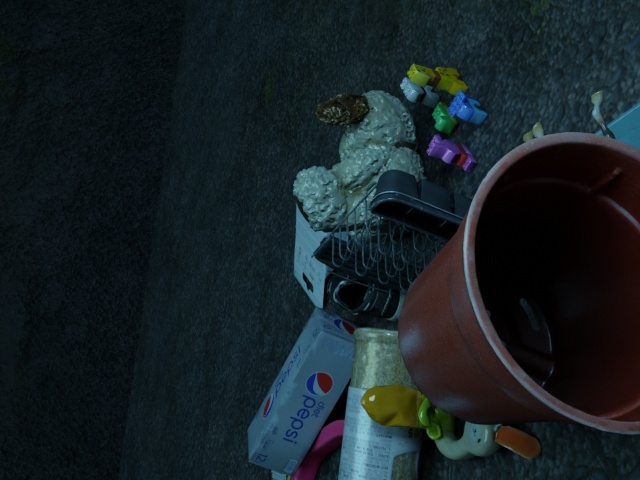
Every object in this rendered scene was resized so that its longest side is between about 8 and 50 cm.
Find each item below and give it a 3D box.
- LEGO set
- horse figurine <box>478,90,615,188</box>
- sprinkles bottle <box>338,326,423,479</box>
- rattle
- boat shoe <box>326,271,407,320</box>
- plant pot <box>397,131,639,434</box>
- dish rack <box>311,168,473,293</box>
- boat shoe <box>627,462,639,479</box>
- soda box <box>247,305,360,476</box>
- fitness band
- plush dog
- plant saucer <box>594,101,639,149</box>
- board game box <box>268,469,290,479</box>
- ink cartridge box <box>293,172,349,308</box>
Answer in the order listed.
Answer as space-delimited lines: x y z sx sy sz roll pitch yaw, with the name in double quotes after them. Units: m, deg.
0.173 -0.214 1.193 0.087 0.093 0.227 -62 30 33 "LEGO set"
0.301 -0.064 0.865 0.263 0.066 0.174 -24 80 51 "horse figurine"
0.087 0.307 1.132 0.121 0.121 0.355 -12 70 64 "sprinkles bottle"
0.164 0.218 0.994 0.130 0.143 0.200 -60 19 -2 "rattle"
0.060 0.084 1.339 0.233 0.079 0.084 -170 89 -67 "boat shoe"
0.215 0.071 0.798 0.265 0.272 0.272 129 145 -65 "plant pot"
0.115 0.013 1.106 0.271 0.208 0.074 -47 28 51 "dish rack"
0.333 0.316 0.605 0.130 0.132 0.355 126 154 -46 "boat shoe"
-0.028 0.264 1.370 0.286 0.091 0.098 -62 15 16 "soda box"
0.024 0.420 1.317 0.291 0.054 0.209 -48 36 47 "fitness band"
0.094 -0.126 1.227 0.211 0.262 0.225 -10 79 29 "plush dog"
0.346 -0.115 0.873 0.192 0.018 0.067 -41 45 52 "plant saucer"
-0.067 0.496 1.504 0.136 0.030 0.259 -11 71 62 "board game box"
0.000 0.000 1.559 0.189 0.066 0.232 -129 33 -59 "ink cartridge box"
